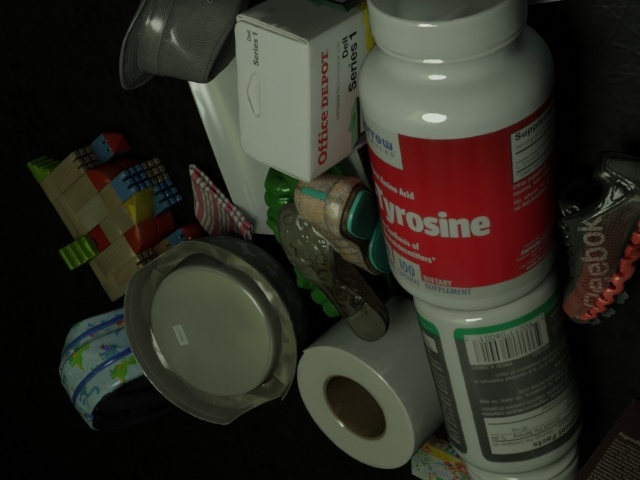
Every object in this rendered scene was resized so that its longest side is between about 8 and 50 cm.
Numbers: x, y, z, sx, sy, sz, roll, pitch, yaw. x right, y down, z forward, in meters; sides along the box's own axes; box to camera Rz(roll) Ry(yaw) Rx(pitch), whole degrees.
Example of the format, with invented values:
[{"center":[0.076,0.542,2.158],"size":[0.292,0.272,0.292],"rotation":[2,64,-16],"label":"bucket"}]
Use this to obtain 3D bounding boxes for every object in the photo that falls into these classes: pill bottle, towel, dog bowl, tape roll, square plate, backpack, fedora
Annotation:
[{"center":[0.267,0.202,1.394],"size":[0.204,0.204,0.361],"rotation":[9,125,42],"label":"pill bottle"},{"center":[-0.185,-0.036,1.774],"size":[0.197,0.029,0.144],"rotation":[46,153,29],"label":"towel"},{"center":[-0.177,0.149,1.708],"size":[0.349,0.102,0.348],"rotation":[9,112,24],"label":"dog bowl"},{"center":[0.105,0.235,1.617],"size":[0.246,0.169,0.246],"rotation":[27,135,31],"label":"tape roll"},{"center":[-0.056,-0.164,1.570],"size":[0.344,0.049,0.347],"rotation":[4,122,44],"label":"square plate"},{"center":[-0.340,0.242,1.937],"size":[0.273,0.356,0.290],"rotation":[46,143,11],"label":"backpack"},{"center":[0.170,-0.128,1.176],"size":[0.229,0.229,0.407],"rotation":[21,141,35],"label":"pill bottle"},{"center":[-0.181,-0.326,1.430],"size":[0.124,0.275,0.243],"rotation":[23,153,1],"label":"fedora"}]

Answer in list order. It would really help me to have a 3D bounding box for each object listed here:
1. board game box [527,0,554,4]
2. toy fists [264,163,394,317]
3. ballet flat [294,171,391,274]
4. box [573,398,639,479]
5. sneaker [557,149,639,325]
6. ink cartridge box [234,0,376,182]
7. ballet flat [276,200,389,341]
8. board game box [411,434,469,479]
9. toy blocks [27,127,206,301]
[{"center":[0.247,-0.416,1.050],"size":[0.193,0.053,0.305],"rotation":[5,123,45],"label":"board game box"},{"center":[0.000,0.000,1.526],"size":[0.142,0.096,0.279],"rotation":[-5,119,47],"label":"toy fists"},{"center":[0.039,-0.031,1.341],"size":[0.106,0.107,0.316],"rotation":[17,169,19],"label":"ballet flat"},{"center":[0.382,0.412,1.295],"size":[0.143,0.381,0.191],"rotation":[25,135,28],"label":"box"},{"center":[0.349,-0.006,1.212],"size":[0.135,0.097,0.276],"rotation":[22,135,6],"label":"sneaker"},{"center":[0.029,-0.230,1.240],"size":[0.117,0.278,0.201],"rotation":[28,136,30],"label":"ink cartridge box"},{"center":[0.023,0.043,1.452],"size":[0.084,0.058,0.250],"rotation":[-35,97,27],"label":"ballet flat"},{"center":[0.233,0.411,1.740],"size":[0.154,0.026,0.103],"rotation":[20,132,35],"label":"board game box"},{"center":[-0.389,-0.063,1.917],"size":[0.261,0.191,0.381],"rotation":[-32,89,41],"label":"toy blocks"}]
